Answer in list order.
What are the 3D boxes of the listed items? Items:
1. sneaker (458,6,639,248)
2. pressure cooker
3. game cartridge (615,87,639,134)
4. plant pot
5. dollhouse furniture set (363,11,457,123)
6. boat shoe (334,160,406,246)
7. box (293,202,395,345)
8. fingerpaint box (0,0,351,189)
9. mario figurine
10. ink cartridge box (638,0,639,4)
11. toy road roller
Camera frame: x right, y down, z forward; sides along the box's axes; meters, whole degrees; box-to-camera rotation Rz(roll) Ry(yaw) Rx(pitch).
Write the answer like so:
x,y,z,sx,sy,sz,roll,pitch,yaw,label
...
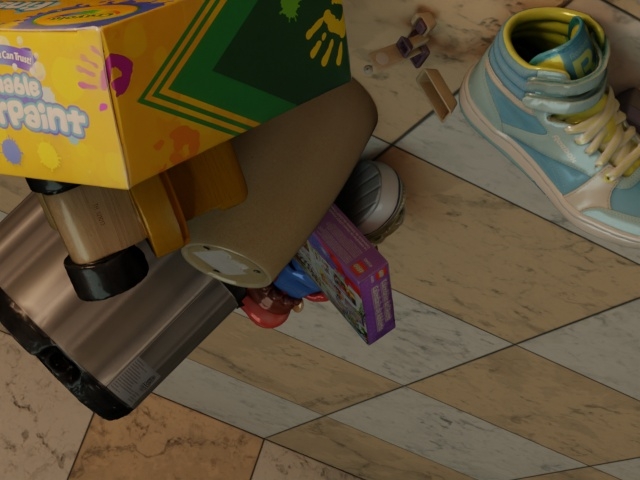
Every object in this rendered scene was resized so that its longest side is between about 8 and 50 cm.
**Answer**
x,y,z,sx,sy,sz,roll,pitch,yaw,label
0.301,-0.129,1.368,0.319,0.127,0.208,37,157,10,sneaker
-0.301,0.029,1.967,0.375,0.420,0.370,46,173,-9,pressure cooker
0.457,-0.061,1.585,0.355,0.068,0.230,27,161,-19,game cartridge
-0.085,-0.085,1.674,0.256,0.274,0.256,17,158,7,plant pot
0.110,-0.191,1.452,0.114,0.081,0.091,60,157,9,dollhouse furniture set
0.081,-0.051,1.876,0.094,0.109,0.302,10,170,-13,boat shoe
0.000,0.000,1.863,0.293,0.057,0.201,49,165,28,box
-0.253,-0.201,1.353,0.444,0.371,0.163,7,116,35,fingerpaint box
-0.043,0.031,2.171,0.320,0.170,0.198,-29,93,48,mario figurine
0.417,-0.241,1.184,0.209,0.062,0.109,3,152,34,ink cartridge box
-0.235,-0.086,1.536,0.329,0.240,0.203,-135,24,-64,toy road roller
